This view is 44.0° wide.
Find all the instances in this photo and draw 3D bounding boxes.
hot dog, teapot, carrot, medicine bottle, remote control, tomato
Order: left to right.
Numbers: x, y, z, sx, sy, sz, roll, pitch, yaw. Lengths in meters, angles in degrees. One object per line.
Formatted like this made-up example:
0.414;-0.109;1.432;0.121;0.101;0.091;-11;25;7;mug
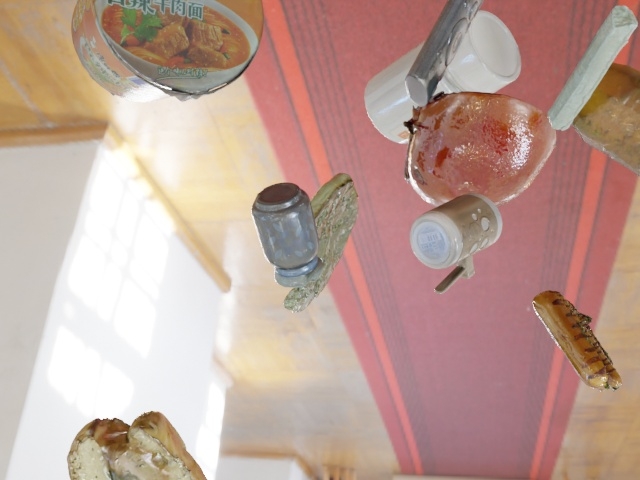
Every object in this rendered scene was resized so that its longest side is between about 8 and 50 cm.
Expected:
-0.033;-0.005;0.659;0.064;0.049;0.083;9;127;31;teapot
0.304;-0.409;2.016;0.211;0.210;0.372;25;147;-31;medicine bottle
0.241;-0.398;1.290;0.044;0.377;0.107;24;169;21;remote control
0.293;-0.141;1.520;0.309;0.170;0.309;12;158;5;tomato
0.235;0.088;0.724;0.049;0.122;0.037;23;119;-41;hot dog
0.450;-0.120;1.014;0.302;0.114;0.114;35;148;5;carrot

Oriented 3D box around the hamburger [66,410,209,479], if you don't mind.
-0.197;0.298;0.937;0.124;0.131;0.262;-29;114;-5;hamburger

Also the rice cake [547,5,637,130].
0.318;-0.199;0.935;0.029;0.033;0.170;11;138;-11;rice cake

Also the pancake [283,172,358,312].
0.000;0.000;1.291;0.037;0.253;0.253;22;153;16;pancake

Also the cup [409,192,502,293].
0.156;0.000;0.957;0.099;0.074;0.102;-22;144;-43;cup

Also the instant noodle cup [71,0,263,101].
-0.265;-0.360;1.292;0.297;0.296;0.214;23;166;-29;instant noodle cup
